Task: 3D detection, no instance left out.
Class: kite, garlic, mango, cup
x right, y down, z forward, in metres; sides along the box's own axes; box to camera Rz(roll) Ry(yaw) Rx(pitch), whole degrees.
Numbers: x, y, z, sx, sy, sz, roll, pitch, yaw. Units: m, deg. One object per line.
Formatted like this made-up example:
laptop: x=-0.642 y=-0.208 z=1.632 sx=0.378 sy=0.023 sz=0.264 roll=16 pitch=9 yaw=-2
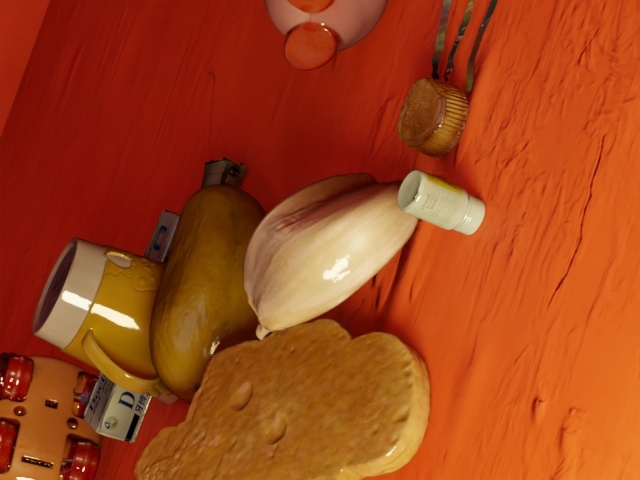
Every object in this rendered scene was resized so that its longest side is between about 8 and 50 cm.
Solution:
kite: x=0.185 y=-0.305 z=1.711 sx=0.169 sy=0.015 sz=0.310 roll=-18 pitch=54 yaw=59
garlic: x=0.000 y=0.000 z=1.644 sx=0.228 sy=0.110 sz=0.217 roll=-46 pitch=20 yaw=-24
mango: x=-0.130 y=0.059 z=1.910 sx=0.195 sy=0.142 sz=0.332 roll=-31 pitch=43 yaw=44
cup: x=-0.261 y=0.117 z=2.027 sx=0.185 sy=0.226 sz=0.241 roll=-57 pitch=19 yaw=25

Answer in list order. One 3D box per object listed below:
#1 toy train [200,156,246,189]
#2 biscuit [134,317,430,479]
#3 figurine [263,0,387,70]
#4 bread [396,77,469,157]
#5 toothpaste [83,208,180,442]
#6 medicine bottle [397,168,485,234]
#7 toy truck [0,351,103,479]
toy train: x=-0.144 y=-0.089 z=2.181 sx=0.093 sy=0.038 sz=0.056 roll=-6 pitch=68 yaw=63
biscuit: x=-0.045 y=0.213 z=1.584 sx=0.376 sy=0.051 sz=0.269 roll=-19 pitch=45 yaw=30
figurine: x=0.007 y=-0.327 z=1.915 sx=0.173 sy=0.173 sz=0.173 roll=-45 pitch=33 yaw=41
bread: x=0.127 y=-0.133 z=1.644 sx=0.085 sy=0.053 sz=0.085 roll=-24 pitch=58 yaw=46
toothpaste: x=-0.252 y=0.124 z=2.197 sx=0.081 sy=0.067 sz=0.336 roll=20 pitch=89 yaw=66
medicine bottle: x=0.124 y=-0.038 z=1.535 sx=0.047 sy=0.083 sz=0.047 roll=-45 pitch=34 yaw=42
toy truck: x=-0.441 y=0.321 z=2.295 sx=0.239 sy=0.189 sz=0.265 roll=125 pitch=157 yaw=-49
